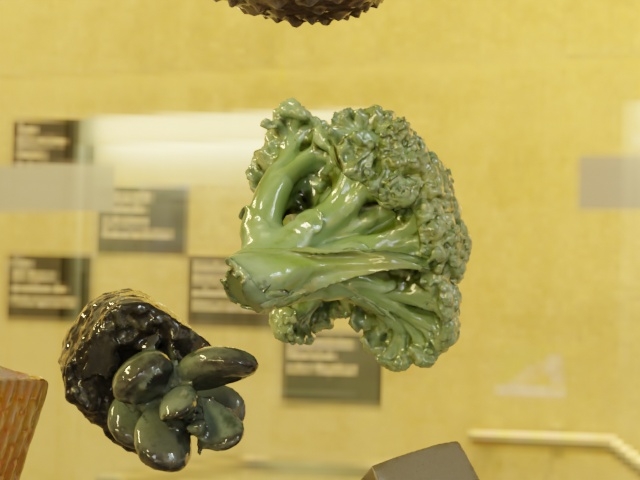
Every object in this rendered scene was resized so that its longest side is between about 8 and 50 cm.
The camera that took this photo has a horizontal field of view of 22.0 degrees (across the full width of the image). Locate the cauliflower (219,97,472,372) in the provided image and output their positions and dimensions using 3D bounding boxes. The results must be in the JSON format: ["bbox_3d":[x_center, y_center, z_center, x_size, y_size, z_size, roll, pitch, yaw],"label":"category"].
[{"bbox_3d":[0.010,0.003,1.759,0.281,0.327,0.260,-25,-21,-15],"label":"cauliflower"}]

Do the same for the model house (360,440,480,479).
[{"bbox_3d":[0.093,0.326,1.576,0.176,0.181,0.248,-8,-31,-32],"label":"model house"}]

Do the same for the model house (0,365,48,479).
[{"bbox_3d":[-0.408,0.193,1.539,0.237,0.202,0.237,14,1,-35],"label":"model house"}]

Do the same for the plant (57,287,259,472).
[{"bbox_3d":[-0.157,0.143,1.584,0.149,0.146,0.274,26,-2,-28],"label":"plant"}]

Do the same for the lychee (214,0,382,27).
[{"bbox_3d":[-0.023,-0.333,1.460,0.300,0.300,0.300,1,-2,0],"label":"lychee"}]
